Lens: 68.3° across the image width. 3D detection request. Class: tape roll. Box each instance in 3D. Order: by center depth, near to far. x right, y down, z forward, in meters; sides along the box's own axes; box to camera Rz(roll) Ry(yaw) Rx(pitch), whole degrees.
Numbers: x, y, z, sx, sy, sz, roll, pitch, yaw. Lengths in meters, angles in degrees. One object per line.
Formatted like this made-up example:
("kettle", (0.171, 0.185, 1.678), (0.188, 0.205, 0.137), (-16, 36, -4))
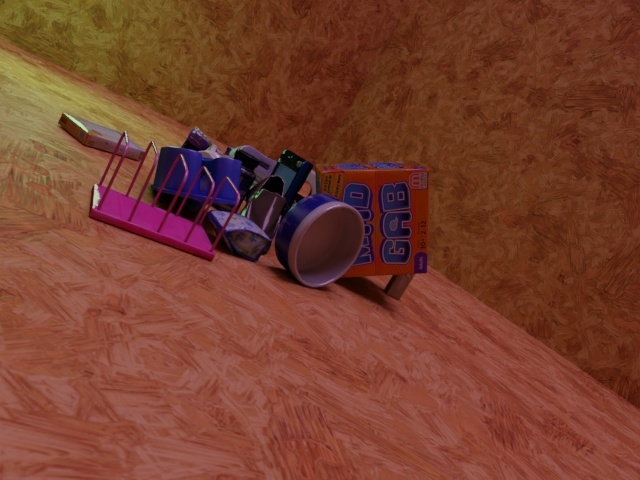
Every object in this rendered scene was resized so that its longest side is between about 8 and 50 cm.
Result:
("tape roll", (-0.111, -0.271, 2.507), (0.246, 0.246, 0.169), (28, 10, -8))

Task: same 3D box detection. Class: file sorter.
("file sorter", (-0.369, -0.114, 1.138), (0.290, 0.182, 0.202), (24, 12, -31))

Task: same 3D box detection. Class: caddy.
("caddy", (-0.376, -0.174, 1.428), (0.241, 0.179, 0.341), (7, 5, -27))

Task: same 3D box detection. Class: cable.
("cable", (-0.213, -0.138, 1.764), (0.151, 0.184, 0.047), (56, 30, -16))

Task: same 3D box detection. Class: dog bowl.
("dog bowl", (0.000, 0.000, 1.391), (0.264, 0.265, 0.104), (19, 12, -47))

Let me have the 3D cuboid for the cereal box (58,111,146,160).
("cereal box", (-0.753, -0.356, 1.643), (0.173, 0.047, 0.240), (35, 11, 26))

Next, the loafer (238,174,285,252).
("loafer", (-0.188, -0.107, 1.543), (0.133, 0.130, 0.366), (26, 34, -20))

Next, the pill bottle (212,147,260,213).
("pill bottle", (-0.309, -0.213, 1.697), (0.122, 0.219, 0.123), (29, 10, -6))

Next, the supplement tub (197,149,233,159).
("supplement tub", (-0.441, -0.295, 1.954), (0.144, 0.144, 0.199), (32, 10, 14))

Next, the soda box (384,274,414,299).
("soda box", (0.327, 0.141, 1.871), (0.061, 0.181, 0.058), (28, 10, -9))

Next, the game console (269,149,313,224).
("game console", (-0.170, -0.221, 1.927), (0.250, 0.293, 0.173), (35, 11, 32))

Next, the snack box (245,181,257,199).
("snack box", (-0.265, -0.204, 2.255), (0.187, 0.060, 0.322), (28, 10, -10))

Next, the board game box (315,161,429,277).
("board game box", (0.171, -0.093, 1.713), (0.356, 0.357, 0.356), (-2, 13, -3))

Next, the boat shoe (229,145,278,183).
("boat shoe", (-0.293, -0.330, 2.278), (0.156, 0.136, 0.367), (8, -16, 48))

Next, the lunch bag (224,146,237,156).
("lunch bag", (-0.398, -0.350, 2.509), (0.293, 0.138, 0.221), (41, 8, -6))

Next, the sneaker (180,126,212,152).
("sneaker", (-0.583, -0.420, 2.158), (0.102, 0.146, 0.293), (45, -11, -12))

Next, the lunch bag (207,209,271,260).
("lunch bag", (-0.235, -0.021, 1.317), (0.151, 0.096, 0.129), (34, 4, -46))

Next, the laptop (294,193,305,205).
("laptop", (-0.111, -0.142, 2.228), (0.234, 0.136, 0.264), (24, 41, -53))

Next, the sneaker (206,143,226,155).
("sneaker", (-0.490, -0.359, 2.219), (0.148, 0.131, 0.350), (43, 13, -19))
